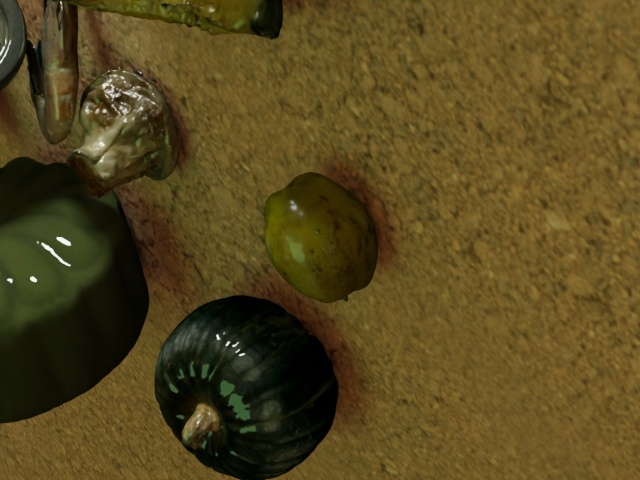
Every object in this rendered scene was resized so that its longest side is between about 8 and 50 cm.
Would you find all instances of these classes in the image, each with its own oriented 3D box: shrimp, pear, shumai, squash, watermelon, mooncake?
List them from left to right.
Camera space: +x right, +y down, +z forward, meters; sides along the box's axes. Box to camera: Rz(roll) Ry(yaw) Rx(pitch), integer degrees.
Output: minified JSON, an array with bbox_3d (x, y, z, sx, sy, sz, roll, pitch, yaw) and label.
[{"bbox_3d":[-0.388,0.055,1.717,0.351,0.351,0.187,29,142,36],"label":"mooncake"},{"bbox_3d":[-0.301,-0.220,1.598,0.152,0.046,0.219,-138,49,-61],"label":"shrimp"},{"bbox_3d":[-0.230,-0.110,1.565,0.145,0.116,0.146,35,142,33],"label":"shumai"},{"bbox_3d":[-0.134,-0.242,1.299,0.301,0.129,0.123,14,129,37],"label":"watermelon"},{"bbox_3d":[-0.083,0.164,1.572,0.218,0.172,0.218,2,92,38],"label":"squash"},{"bbox_3d":[0.000,0.000,1.366,0.107,0.107,0.131,-18,100,58],"label":"pear"}]

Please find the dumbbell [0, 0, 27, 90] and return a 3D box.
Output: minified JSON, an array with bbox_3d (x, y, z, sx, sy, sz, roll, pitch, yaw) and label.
[{"bbox_3d":[-0.466,-0.199,1.714,0.179,0.179,0.406,55,155,0],"label":"dumbbell"}]
